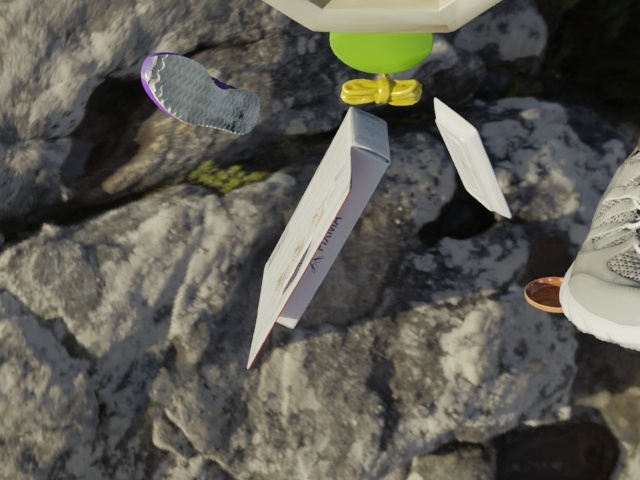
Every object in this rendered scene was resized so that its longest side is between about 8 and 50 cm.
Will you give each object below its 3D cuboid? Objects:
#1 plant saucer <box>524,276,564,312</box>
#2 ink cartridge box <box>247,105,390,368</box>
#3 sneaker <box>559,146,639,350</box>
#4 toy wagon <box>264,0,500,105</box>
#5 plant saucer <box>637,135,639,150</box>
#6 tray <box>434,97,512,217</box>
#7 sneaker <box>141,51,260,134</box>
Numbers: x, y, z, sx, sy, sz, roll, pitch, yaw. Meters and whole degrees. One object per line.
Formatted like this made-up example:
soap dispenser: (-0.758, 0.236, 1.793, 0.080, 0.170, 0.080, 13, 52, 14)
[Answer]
plant saucer: (0.318, 0.075, 1.115, 0.084, 0.083, 0.013, -15, 117, -18)
ink cartridge box: (0.000, 0.000, 1.017, 0.060, 0.239, 0.275, 23, 119, -12)
sneaker: (0.225, -0.013, 0.554, 0.105, 0.281, 0.115, 12, 114, 10)
toy wagon: (0.036, -0.217, 0.562, 0.267, 0.344, 0.068, 2, 64, 6)
plant saucer: (0.289, -0.103, 0.500, 0.199, 0.198, 0.036, -24, 99, -16)
tray: (0.297, -0.155, 1.645, 0.030, 0.145, 0.270, -38, 134, -3)
sneaker: (-0.243, -0.261, 1.464, 0.293, 0.146, 0.102, 17, 93, -61)
